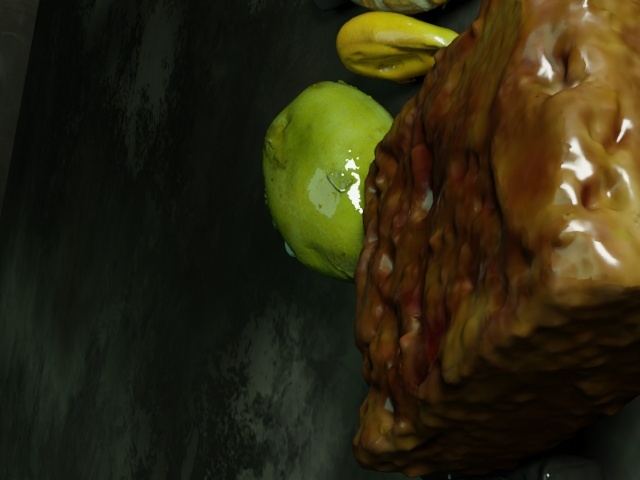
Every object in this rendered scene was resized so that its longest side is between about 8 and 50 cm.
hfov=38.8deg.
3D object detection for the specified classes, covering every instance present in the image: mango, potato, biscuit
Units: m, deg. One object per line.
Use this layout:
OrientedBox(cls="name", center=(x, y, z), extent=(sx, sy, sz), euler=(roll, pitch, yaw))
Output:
OrientedBox(cls="mango", center=(0.088, -0.220, 1.021), extent=(0.187, 0.101, 0.066), euler=(13, 81, 49))
OrientedBox(cls="potato", center=(0.020, -0.068, 1.045), extent=(0.186, 0.148, 0.253), euler=(-37, 59, 12))
OrientedBox(cls="biscuit", center=(0.157, -0.012, 0.739), extent=(0.395, 0.166, 0.343), euler=(125, 156, -56))

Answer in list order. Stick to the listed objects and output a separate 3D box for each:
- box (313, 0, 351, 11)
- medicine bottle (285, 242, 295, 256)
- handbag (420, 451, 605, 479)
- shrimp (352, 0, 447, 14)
OrientedBox(cls="box", center=(0.049, -0.415, 1.166), extent=(0.201, 0.042, 0.213), euler=(-8, 79, 58))
OrientedBox(cls="medicine bottle", center=(0.000, 0.000, 1.146), extent=(0.047, 0.083, 0.047), euler=(-11, 77, 58))
OrientedBox(cls="handbag", center=(0.180, 0.318, 0.819), extent=(0.223, 0.080, 0.247), euler=(149, 120, -61))
OrientedBox(cls="shrimp", center=(0.084, -0.366, 1.048), extent=(0.185, 0.068, 0.287), euler=(-30, 60, 42))
